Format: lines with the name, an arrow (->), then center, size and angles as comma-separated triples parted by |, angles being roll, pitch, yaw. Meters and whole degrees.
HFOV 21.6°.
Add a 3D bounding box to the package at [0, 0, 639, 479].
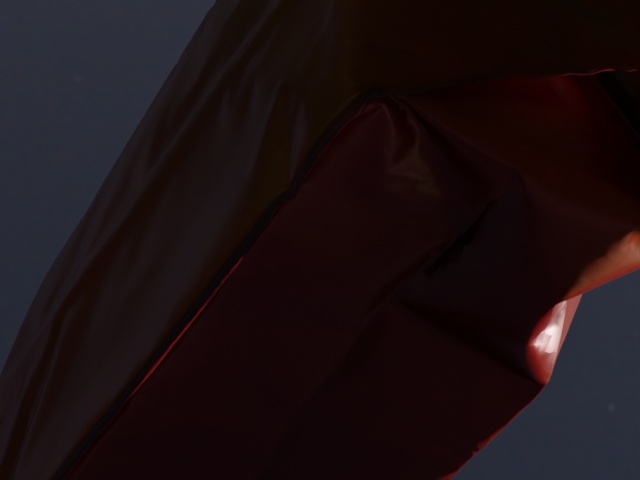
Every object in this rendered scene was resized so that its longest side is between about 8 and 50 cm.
package -> 0.000, 0.001, 0.572 | 0.123, 0.423, 0.196 | 24, -136, -19
